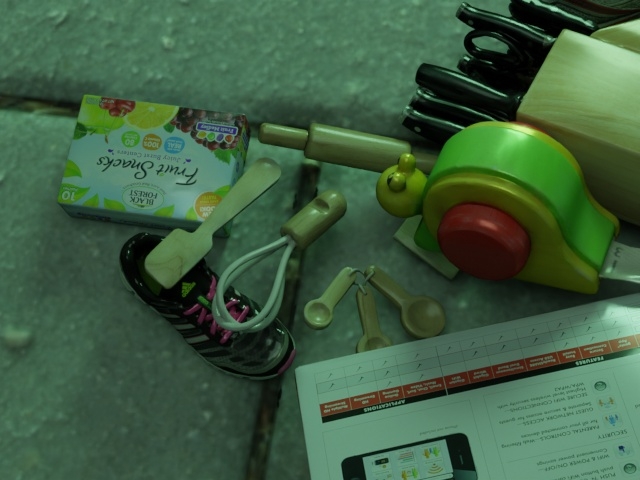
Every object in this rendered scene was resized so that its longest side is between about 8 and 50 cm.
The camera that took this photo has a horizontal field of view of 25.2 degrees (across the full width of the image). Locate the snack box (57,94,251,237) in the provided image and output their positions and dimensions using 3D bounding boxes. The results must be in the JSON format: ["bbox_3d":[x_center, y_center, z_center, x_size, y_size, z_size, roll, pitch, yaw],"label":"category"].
[{"bbox_3d":[-0.137,-0.062,1.186,0.141,0.037,0.100,7,73,9],"label":"snack box"}]

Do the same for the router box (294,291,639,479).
[{"bbox_3d":[0.165,0.187,0.975,0.335,0.082,0.301,-12,44,3],"label":"router box"}]

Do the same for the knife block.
[{"bbox_3d":[0.199,-0.078,1.099,0.242,0.088,0.275,-17,56,-5],"label":"knife block"}]

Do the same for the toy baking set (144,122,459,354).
[{"bbox_3d":[0.002,-0.006,1.111,0.256,0.030,0.196,14,63,-6],"label":"toy baking set"}]

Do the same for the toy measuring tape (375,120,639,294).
[{"bbox_3d":[0.190,-0.019,1.028,0.330,0.121,0.121,12,72,23],"label":"toy measuring tape"}]

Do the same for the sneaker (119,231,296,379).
[{"bbox_3d":[-0.095,0.049,1.121,0.170,0.075,0.063,36,78,17],"label":"sneaker"}]

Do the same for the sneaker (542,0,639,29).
[{"bbox_3d":[0.281,-0.229,1.166,0.225,0.093,0.088,-21,69,-2],"label":"sneaker"}]
